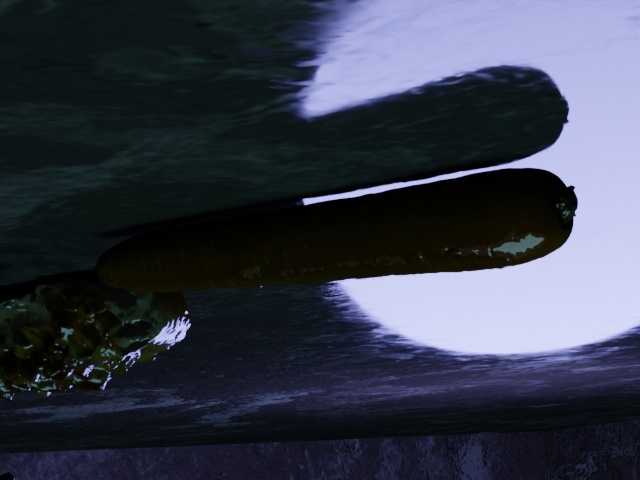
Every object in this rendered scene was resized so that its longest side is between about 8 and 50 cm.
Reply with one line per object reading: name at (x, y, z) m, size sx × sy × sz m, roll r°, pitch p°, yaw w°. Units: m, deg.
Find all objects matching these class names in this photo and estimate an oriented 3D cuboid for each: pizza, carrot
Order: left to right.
pizza at (-0.149, 0.061, 1.035) m, size 0.127 × 0.058 × 0.246 m, roll 6°, pitch 165°, yaw -44°
carrot at (0.000, 0.000, 0.781) m, size 0.247 × 0.043 × 0.043 m, roll -7°, pitch 171°, yaw 30°

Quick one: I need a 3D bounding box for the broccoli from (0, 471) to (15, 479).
broccoli at (-0.307, 0.168, 0.907) m, size 0.317 × 0.277 × 0.338 m, roll 35°, pitch 127°, yaw -13°
